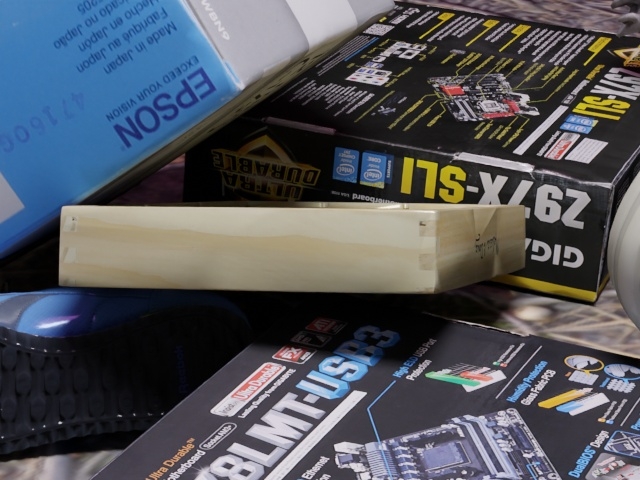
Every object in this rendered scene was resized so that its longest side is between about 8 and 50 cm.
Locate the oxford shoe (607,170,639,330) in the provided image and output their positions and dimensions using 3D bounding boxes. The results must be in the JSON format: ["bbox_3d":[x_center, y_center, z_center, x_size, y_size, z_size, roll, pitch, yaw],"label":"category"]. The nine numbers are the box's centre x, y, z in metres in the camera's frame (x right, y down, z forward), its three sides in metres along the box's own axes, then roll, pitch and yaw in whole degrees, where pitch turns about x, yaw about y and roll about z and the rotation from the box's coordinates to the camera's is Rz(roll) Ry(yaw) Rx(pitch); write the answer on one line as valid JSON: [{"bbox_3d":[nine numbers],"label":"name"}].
[{"bbox_3d":[0.345,0.032,0.823,0.449,0.169,0.130,12,26,-14],"label":"oxford shoe"}]

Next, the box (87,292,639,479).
[{"bbox_3d":[0.072,0.120,0.715,0.293,0.073,0.295,10,21,20],"label":"box"}]

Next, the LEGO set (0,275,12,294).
[{"bbox_3d":[-0.153,0.050,0.937,0.054,0.023,0.083,4,35,8],"label":"LEGO set"}]

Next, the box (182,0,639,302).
[{"bbox_3d":[0.092,-0.072,1.202,0.257,0.079,0.322,13,23,17],"label":"box"}]

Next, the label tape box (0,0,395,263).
[{"bbox_3d":[-0.098,-0.092,0.997,0.249,0.115,0.348,-32,1,24],"label":"label tape box"}]

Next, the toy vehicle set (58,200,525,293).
[{"bbox_3d":[0.000,0.000,0.923,0.166,0.035,0.267,1,2,15],"label":"toy vehicle set"}]

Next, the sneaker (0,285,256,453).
[{"bbox_3d":[-0.134,0.055,0.871,0.209,0.069,0.082,-3,10,-15],"label":"sneaker"}]

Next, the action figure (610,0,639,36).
[{"bbox_3d":[0.301,-0.118,1.168,0.285,0.099,0.185,32,-2,-21],"label":"action figure"}]
